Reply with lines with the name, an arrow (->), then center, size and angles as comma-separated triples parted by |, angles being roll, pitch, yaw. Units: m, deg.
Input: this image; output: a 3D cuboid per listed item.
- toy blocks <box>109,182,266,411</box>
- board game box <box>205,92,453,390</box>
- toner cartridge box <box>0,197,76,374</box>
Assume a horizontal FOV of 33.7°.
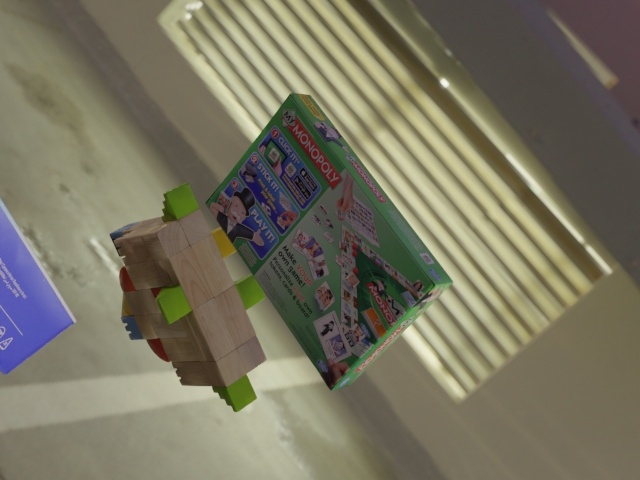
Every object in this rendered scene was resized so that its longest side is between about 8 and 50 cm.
toy blocks -> -0.258, 0.107, 1.847 | 0.191, 0.261, 0.381 | -32, 104, -37
board game box -> 0.000, 0.000, 1.341 | 0.046, 0.213, 0.317 | -5, 53, -52
toner cartridge box -> -0.283, -0.045, 0.721 | 0.165, 0.075, 0.348 | 45, -17, 22
